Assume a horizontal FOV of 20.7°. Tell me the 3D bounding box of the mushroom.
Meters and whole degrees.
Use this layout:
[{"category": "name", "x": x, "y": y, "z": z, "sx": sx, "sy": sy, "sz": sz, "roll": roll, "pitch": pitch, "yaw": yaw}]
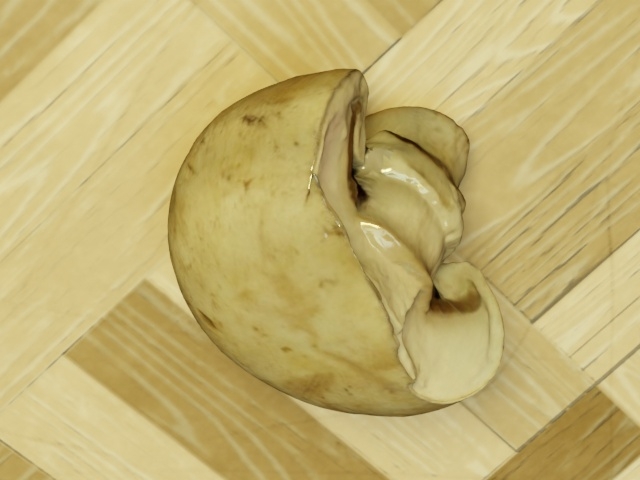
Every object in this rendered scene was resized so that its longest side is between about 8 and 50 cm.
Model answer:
[{"category": "mushroom", "x": 0.000, "y": 0.000, "z": 1.172, "sx": 0.189, "sy": 0.195, "sz": 0.254, "roll": -8, "pitch": 129, "yaw": 30}]
